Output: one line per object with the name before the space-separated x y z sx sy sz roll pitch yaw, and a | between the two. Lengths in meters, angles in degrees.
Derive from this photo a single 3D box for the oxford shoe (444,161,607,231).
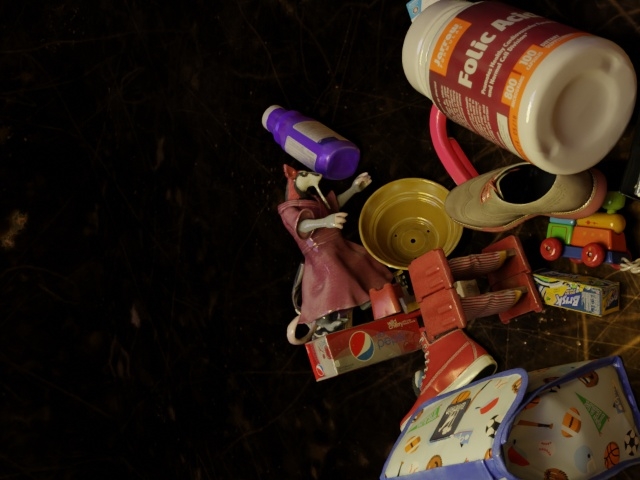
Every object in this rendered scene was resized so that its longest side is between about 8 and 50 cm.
oxford shoe | 0.333 -0.094 1.668 0.348 0.130 0.123 -11 68 52

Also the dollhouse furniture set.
dollhouse furniture set | 0.235 0.124 1.838 0.374 0.201 0.152 -36 66 59

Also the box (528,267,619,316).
box | 0.461 0.093 1.713 0.169 0.059 0.054 13 110 49

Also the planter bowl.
planter bowl | 0.193 -0.017 1.960 0.217 0.217 0.090 53 171 29

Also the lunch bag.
lunch bag | 0.337 0.359 1.674 0.328 0.385 0.239 -32 74 51

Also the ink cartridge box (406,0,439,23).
ink cartridge box | 0.250 -0.412 1.848 0.104 0.061 0.181 -28 77 51

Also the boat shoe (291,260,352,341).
boat shoe | -0.007 0.177 2.240 0.127 0.158 0.341 33 123 42

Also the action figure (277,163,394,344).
action figure | 0.000 0.000 2.053 0.275 0.248 0.370 -32 85 29

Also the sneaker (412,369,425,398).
sneaker | 0.279 0.356 2.009 0.081 0.080 0.211 -52 57 19

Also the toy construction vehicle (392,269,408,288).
toy construction vehicle | 0.149 0.072 2.118 0.086 0.035 0.098 -20 83 52

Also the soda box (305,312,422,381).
soda box | 0.100 0.228 2.033 0.083 0.263 0.092 -29 76 51

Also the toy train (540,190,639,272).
toy train | 0.505 -0.022 1.609 0.248 0.105 0.144 9 93 50

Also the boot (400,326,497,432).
boot | 0.230 0.285 1.965 0.244 0.088 0.176 -45 55 3

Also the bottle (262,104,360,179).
bottle | -0.032 -0.238 2.199 0.283 0.118 0.092 37 121 39

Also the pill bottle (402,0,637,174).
pill bottle | 0.319 -0.280 1.584 0.392 0.224 0.224 41 130 52

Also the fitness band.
fitness band | 0.328 -0.195 1.820 0.291 0.054 0.209 59 135 22

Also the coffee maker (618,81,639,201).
coffee maker | 0.555 -0.153 1.509 0.171 0.120 0.178 -121 36 -63
